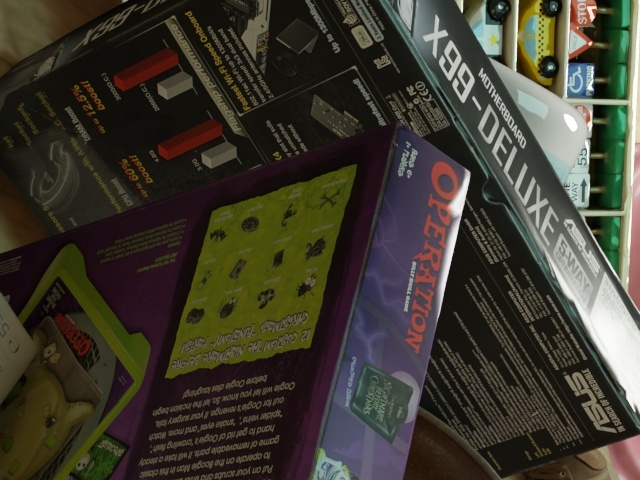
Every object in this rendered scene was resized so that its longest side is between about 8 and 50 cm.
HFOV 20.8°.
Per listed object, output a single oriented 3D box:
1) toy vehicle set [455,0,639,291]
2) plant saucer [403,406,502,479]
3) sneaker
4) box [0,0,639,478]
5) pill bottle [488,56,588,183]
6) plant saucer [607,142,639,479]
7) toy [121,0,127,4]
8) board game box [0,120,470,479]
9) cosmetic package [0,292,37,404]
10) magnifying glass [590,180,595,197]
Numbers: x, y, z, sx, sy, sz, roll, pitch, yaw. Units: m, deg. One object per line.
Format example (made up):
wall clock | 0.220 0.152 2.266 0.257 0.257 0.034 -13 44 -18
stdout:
toy vehicle set | 0.158 -0.064 1.309 0.166 0.035 0.267 -2 97 -26
plant saucer | -0.030 0.217 0.866 0.050 0.310 0.311 56 41 -62
sneaker | 0.207 0.207 1.434 0.188 0.066 0.071 47 51 -44
box | 0.000 0.000 0.912 0.307 0.242 0.076 56 32 -17
pill bottle | 0.044 0.009 1.077 0.146 0.146 0.264 22 98 -54
plant saucer | 0.314 0.074 1.595 0.332 0.084 0.332 5 84 -57
toy | -0.079 -0.120 1.021 0.137 0.056 0.237 -21 114 -47
board game box | -0.092 0.085 0.734 0.056 0.346 0.208 36 59 -30
cosmetic package | -0.260 0.041 0.670 0.225 0.138 0.224 -59 134 -39
magnifying glass | 0.150 -0.069 1.365 0.231 0.092 0.026 39 58 -36
